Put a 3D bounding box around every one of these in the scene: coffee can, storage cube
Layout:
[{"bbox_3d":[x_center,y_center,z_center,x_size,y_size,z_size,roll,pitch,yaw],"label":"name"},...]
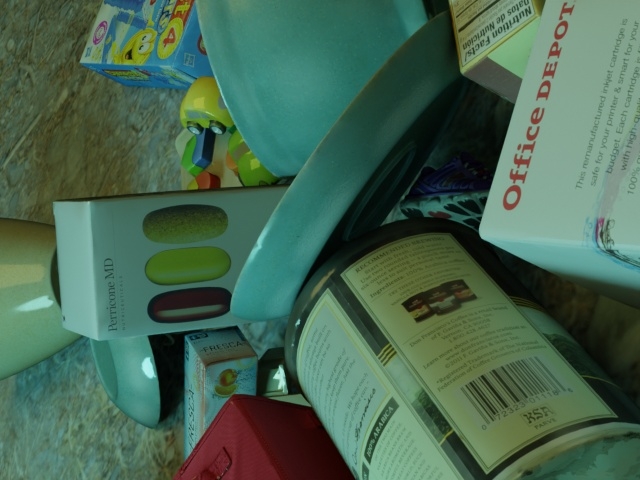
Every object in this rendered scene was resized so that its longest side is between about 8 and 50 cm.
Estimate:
[{"bbox_3d":[0.114,0.137,0.893,0.201,0.202,0.275,-56,37,16],"label":"coffee can"},{"bbox_3d":[-0.011,0.268,0.985,0.183,0.215,0.193,-54,44,17],"label":"storage cube"}]

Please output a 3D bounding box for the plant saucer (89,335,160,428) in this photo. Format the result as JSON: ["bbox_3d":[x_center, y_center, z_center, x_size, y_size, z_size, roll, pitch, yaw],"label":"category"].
[{"bbox_3d":[-0.242,0.135,1.414,0.195,0.037,0.195,46,143,49],"label":"plant saucer"}]

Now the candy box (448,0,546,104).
[{"bbox_3d":[0.190,-0.245,1.020,0.087,0.183,0.316,-36,45,37],"label":"candy box"}]

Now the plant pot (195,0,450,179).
[{"bbox_3d":[0.026,-0.224,1.175,0.196,0.293,0.293,-13,58,19],"label":"plant pot"}]

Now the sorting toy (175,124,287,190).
[{"bbox_3d":[-0.120,-0.106,1.474,0.193,0.038,0.208,-42,42,31],"label":"sorting toy"}]

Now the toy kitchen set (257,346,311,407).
[{"bbox_3d":[-0.023,0.156,1.218,0.068,0.075,0.083,-7,100,12],"label":"toy kitchen set"}]

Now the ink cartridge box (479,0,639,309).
[{"bbox_3d":[0.283,-0.056,0.781,0.270,0.197,0.198,7,78,54],"label":"ink cartridge box"}]

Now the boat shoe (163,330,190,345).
[{"bbox_3d":[-0.169,0.070,1.400,0.255,0.095,0.079,-9,53,40],"label":"boat shoe"}]

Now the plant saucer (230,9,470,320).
[{"bbox_3d":[0.038,-0.051,1.013,0.317,0.044,0.317,-53,-8,-11],"label":"plant saucer"}]

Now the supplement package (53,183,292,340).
[{"bbox_3d":[-0.131,0.017,1.203,0.134,0.244,0.139,3,98,63],"label":"supplement package"}]

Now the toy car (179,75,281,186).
[{"bbox_3d":[-0.077,-0.151,1.377,0.239,0.053,0.225,-29,44,23],"label":"toy car"}]

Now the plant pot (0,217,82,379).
[{"bbox_3d":[-0.424,0.073,1.626,0.274,0.256,0.256,-10,62,32],"label":"plant pot"}]

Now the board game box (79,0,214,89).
[{"bbox_3d":[-0.190,-0.368,1.669,0.302,0.086,0.308,13,82,55],"label":"board game box"}]

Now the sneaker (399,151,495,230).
[{"bbox_3d":[0.136,-0.050,1.087,0.170,0.068,0.071,4,69,54],"label":"sneaker"}]

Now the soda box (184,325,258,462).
[{"bbox_3d":[-0.102,0.181,1.207,0.063,0.058,0.183,-132,39,-52],"label":"soda box"}]

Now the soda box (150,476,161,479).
[{"bbox_3d":[-0.241,0.315,1.276,0.058,0.181,0.061,-33,77,40],"label":"soda box"}]
